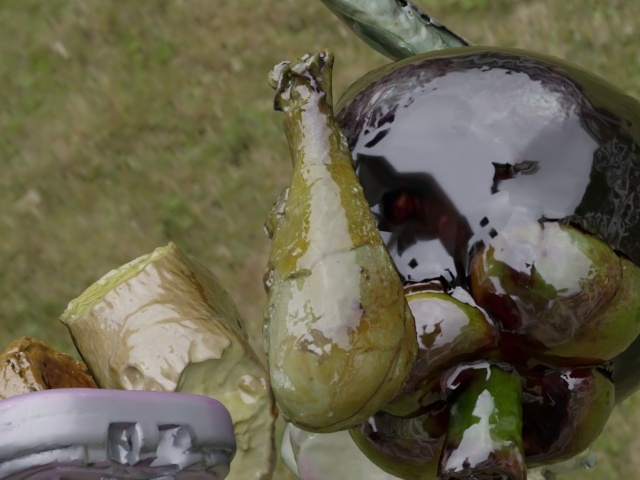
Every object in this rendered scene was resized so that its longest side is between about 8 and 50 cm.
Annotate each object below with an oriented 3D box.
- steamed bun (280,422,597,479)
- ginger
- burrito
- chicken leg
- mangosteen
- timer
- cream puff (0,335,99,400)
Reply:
[{"bbox_3d":[0.063,0.116,1.523,0.207,0.280,0.268,-20,23,35],"label":"steamed bun"},{"bbox_3d":[-0.109,0.107,1.602,0.130,0.275,0.221,-41,89,5],"label":"ginger"},{"bbox_3d":[0.070,-0.230,2.065,0.066,0.309,0.096,-57,20,-2],"label":"burrito"},{"bbox_3d":[0.000,0.000,0.905,0.070,0.093,0.178,-7,79,-11],"label":"chicken leg"},{"bbox_3d":[0.105,0.026,1.205,0.287,0.233,0.287,-9,72,31],"label":"mangosteen"},{"bbox_3d":[-0.172,0.160,1.358,0.191,0.208,0.069,-35,58,42],"label":"timer"},{"bbox_3d":[-0.279,0.204,1.838,0.169,0.183,0.183,-43,48,12],"label":"cream puff"}]
